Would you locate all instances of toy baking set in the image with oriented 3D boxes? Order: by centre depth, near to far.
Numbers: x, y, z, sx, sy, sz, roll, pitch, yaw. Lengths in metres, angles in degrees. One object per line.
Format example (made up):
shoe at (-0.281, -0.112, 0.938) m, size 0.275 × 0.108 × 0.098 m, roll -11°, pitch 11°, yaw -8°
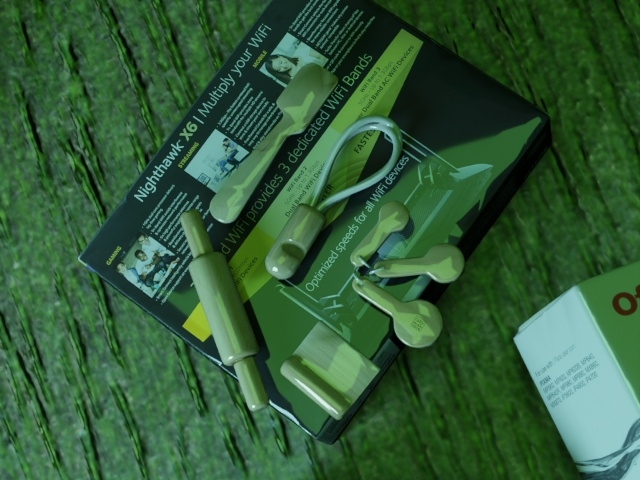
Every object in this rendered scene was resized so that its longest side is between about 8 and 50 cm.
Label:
toy baking set at (-0.006, 0.004, 1.102) m, size 0.197 × 0.030 × 0.256 m, roll -26°, pitch 76°, yaw 1°

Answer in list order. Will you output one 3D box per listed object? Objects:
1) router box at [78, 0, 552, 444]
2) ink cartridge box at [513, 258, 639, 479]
router box at (-0.002, -0.032, 1.164) m, size 0.243 × 0.081 × 0.309 m, roll 36°, pitch 86°, yaw 15°
ink cartridge box at (0.289, 0.136, 1.021) m, size 0.197 × 0.114 × 0.273 m, roll -19°, pitch 72°, yaw -24°
